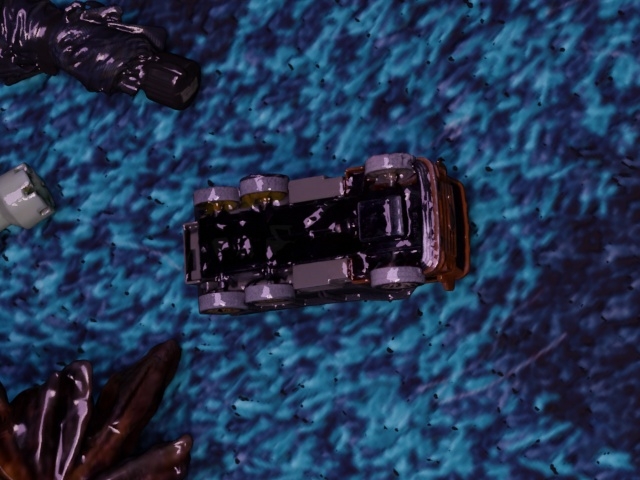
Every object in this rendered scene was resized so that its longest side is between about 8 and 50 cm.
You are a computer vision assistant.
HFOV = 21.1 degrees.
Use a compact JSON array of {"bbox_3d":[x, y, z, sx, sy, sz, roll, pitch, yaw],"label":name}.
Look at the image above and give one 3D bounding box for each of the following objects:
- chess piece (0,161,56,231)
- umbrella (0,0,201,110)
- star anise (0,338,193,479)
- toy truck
[{"bbox_3d":[-0.236,-0.010,1.188,0.103,0.067,0.067,-30,73,5],"label":"chess piece"},{"bbox_3d":[-0.188,-0.138,1.185,0.224,0.071,0.080,22,118,17],"label":"umbrella"},{"bbox_3d":[-0.178,0.162,1.088,0.283,0.129,0.212,10,97,-20],"label":"star anise"},{"bbox_3d":[0.000,0.000,1.082,0.192,0.092,0.083,-9,79,27],"label":"toy truck"}]
